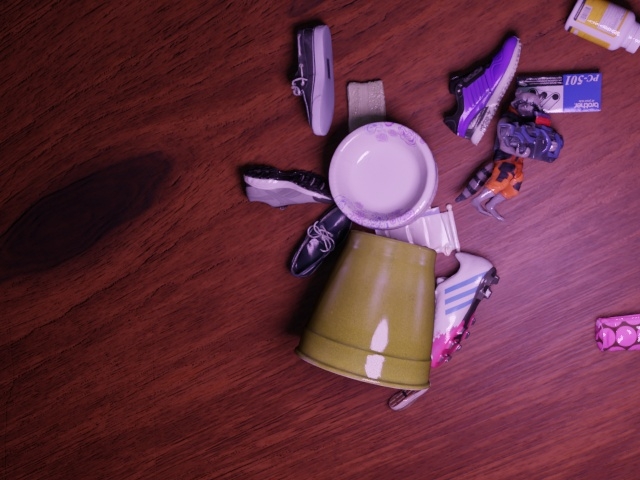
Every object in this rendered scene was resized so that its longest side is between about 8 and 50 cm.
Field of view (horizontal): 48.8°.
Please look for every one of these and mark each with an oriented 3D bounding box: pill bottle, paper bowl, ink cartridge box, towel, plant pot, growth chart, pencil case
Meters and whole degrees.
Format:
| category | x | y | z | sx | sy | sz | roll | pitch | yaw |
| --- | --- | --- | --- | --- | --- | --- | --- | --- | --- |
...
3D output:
| category | x | y | z | sx | sy | sz | roll | pitch | yaw |
| --- | --- | --- | --- | --- | --- | --- | --- | --- | --- |
| pill bottle | 0.716 | -0.541 | 1.766 | 0.184 | 0.103 | 0.103 | 28 | 101 | 9 |
| paper bowl | 0.174 | -0.168 | 1.897 | 0.284 | 0.148 | 0.284 | -1 | 88 | 15 |
| ink cartridge box | 0.617 | -0.380 | 1.833 | 0.207 | 0.046 | 0.097 | 1 | 96 | 13 |
| towel | 0.128 | -0.369 | 1.962 | 0.110 | 0.027 | 0.148 | -1 | 95 | 13 |
| plant pot | 0.148 | 0.164 | 1.853 | 0.367 | 0.366 | 0.353 | 13 | 90 | 12 |
| growth chart | 0.265 | -0.028 | 1.962 | 0.237 | 0.021 | 0.172 | -6 | 93 | 14 |
| pencil case | 0.817 | 0.229 | 1.818 | 0.209 | 0.095 | 0.098 | -11 | 123 | 14 |

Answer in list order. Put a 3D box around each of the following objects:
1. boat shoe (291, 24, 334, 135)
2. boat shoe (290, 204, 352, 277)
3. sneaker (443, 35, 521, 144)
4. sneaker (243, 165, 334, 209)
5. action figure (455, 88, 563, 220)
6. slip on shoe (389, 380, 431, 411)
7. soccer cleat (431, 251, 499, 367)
| category | x | y | z | sx | sy | sz | roll | pitch | yaw |
| --- | --- | --- | --- | --- | --- | --- | --- | --- | --- |
| boat shoe | -0.028 | -0.440 | 1.951 | 0.105 | 0.113 | 0.306 | -2 | 92 | 20 |
| boat shoe | 0.000 | 0.000 | 1.998 | 0.095 | 0.079 | 0.254 | 43 | 103 | 7 |
| sneaker | 0.414 | -0.411 | 1.851 | 0.146 | 0.102 | 0.293 | 26 | 100 | 11 |
| sneaker | -0.086 | -0.139 | 2.009 | 0.272 | 0.100 | 0.108 | 10 | 122 | 9 |
| action figure | 0.460 | -0.225 | 1.774 | 0.178 | 0.341 | 0.330 | 27 | 99 | 37 |
| slip on shoe | 0.258 | 0.439 | 1.997 | 0.135 | 0.051 | 0.041 | -39 | 125 | 6 |
| soccer cleat | 0.356 | 0.185 | 1.926 | 0.143 | 0.116 | 0.331 | 34 | 102 | 28 |
